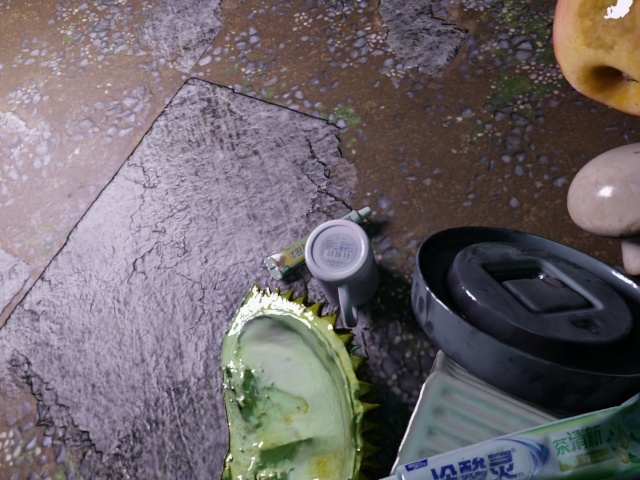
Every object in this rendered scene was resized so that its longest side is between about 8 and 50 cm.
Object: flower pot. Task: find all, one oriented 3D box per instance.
[{"bbox_3d":[0.187,0.264,0.560,0.189,0.239,0.209,21,97,17],"label":"flower pot"}]

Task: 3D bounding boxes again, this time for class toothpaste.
[{"bbox_3d":[0.187,0.210,0.447,0.296,0.048,0.075,-12,60,-4],"label":"toothpaste"},{"bbox_3d":[0.000,0.000,0.820,0.204,0.031,0.049,-31,63,-4],"label":"toothpaste"}]

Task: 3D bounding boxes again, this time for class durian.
[{"bbox_3d":[-0.030,0.232,0.611,0.198,0.163,0.394,5,65,-13],"label":"durian"}]

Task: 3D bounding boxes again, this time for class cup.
[{"bbox_3d":[0.046,0.051,0.730,0.099,0.133,0.136,-34,64,-5],"label":"cup"}]

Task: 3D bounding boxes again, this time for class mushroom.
[{"bbox_3d":[0.477,-0.044,0.704,0.204,0.204,0.204,-3,63,7],"label":"mushroom"}]

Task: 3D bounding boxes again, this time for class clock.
[{"bbox_3d":[0.275,0.082,0.623,0.318,0.066,0.319,7,28,-4],"label":"clock"}]

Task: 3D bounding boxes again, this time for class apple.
[{"bbox_3d":[0.559,-0.361,0.742,0.363,0.364,0.364,-3,63,7],"label":"apple"}]
